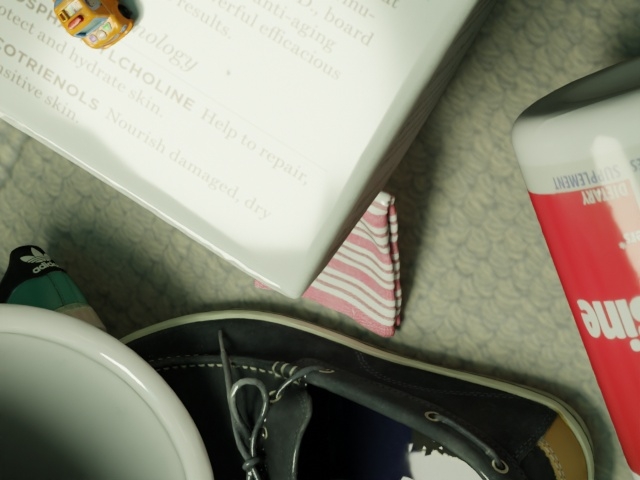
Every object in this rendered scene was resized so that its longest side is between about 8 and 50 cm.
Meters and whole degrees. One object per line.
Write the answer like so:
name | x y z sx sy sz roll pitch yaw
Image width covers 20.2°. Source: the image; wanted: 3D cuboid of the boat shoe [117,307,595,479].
boat shoe | -0.013 0.179 1.588 0.500 0.156 0.187 9 114 26

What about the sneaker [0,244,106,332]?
sneaker | -0.317 0.120 1.763 0.302 0.108 0.121 -46 66 37

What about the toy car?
toy car | -0.189 -0.142 1.202 0.122 0.040 0.060 -14 108 24

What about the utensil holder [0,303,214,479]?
utensil holder | -0.316 0.293 1.598 0.327 0.327 0.385 46 136 6

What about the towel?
towel | 0.000 0.000 1.537 0.144 0.029 0.197 21 147 19

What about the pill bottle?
pill bottle | 0.311 0.062 1.333 0.229 0.229 0.408 -16 100 31

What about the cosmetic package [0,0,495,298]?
cosmetic package | -0.019 -0.247 1.308 0.327 0.329 0.394 32 119 3
